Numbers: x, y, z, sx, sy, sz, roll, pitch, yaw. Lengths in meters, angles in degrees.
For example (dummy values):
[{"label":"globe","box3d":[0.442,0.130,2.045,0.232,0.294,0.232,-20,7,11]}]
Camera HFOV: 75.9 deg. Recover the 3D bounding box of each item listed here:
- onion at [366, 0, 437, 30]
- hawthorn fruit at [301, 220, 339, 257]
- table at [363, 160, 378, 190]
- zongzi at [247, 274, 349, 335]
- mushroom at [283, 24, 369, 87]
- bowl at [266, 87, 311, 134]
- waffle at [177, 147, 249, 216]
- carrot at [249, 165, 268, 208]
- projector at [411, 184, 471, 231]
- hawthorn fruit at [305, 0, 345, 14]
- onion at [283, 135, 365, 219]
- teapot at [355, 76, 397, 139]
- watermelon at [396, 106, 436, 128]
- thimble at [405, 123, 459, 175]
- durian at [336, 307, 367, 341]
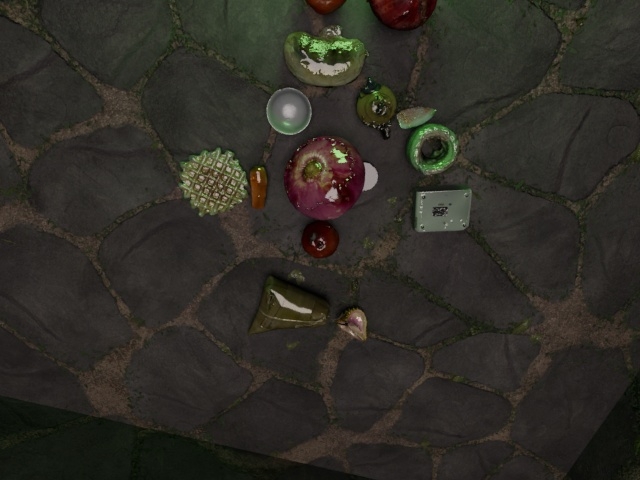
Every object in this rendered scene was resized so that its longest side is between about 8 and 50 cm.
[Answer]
[{"label":"onion","box3d":[0.313,-0.930,1.531,0.276,0.276,0.276,0,110,-1]},{"label":"hawthorn fruit","box3d":[0.000,0.000,1.896,0.185,0.202,0.185,0,102,1]},{"label":"table","box3d":[0.194,-0.293,1.872,0.133,0.043,0.133,0,110,-1]},{"label":"zongzi","box3d":[-0.118,0.402,2.068,0.447,0.181,0.418,23,121,-8]},{"label":"mushroom","box3d":[0.018,-0.743,1.658,0.344,0.130,0.248,14,114,-7]},{"label":"bowl","box3d":[-0.133,-0.550,1.750,0.189,0.086,0.189,0,109,-1]},{"label":"waffle","box3d":[-0.486,-0.265,1.865,0.309,0.056,0.292,-20,109,5]},{"label":"carrot","box3d":[-0.278,-0.241,1.865,0.087,0.087,0.193,-1,112,-1]},{"label":"projector","box3d":[0.557,-0.146,1.899,0.250,0.108,0.198,-2,111,0]},{"label":"hawthorn fruit","box3d":[0.033,-0.957,1.541,0.200,0.179,0.179,2,115,35]},{"label":"onion","box3d":[0.027,-0.270,1.757,0.358,0.345,0.358,6,105,22]},{"label":"teapot","box3d":[0.241,-0.544,1.707,0.173,0.182,0.269,-20,111,5]},{"label":"watermelon","box3d":[0.411,-0.531,1.779,0.180,0.081,0.094,-11,95,-13]},{"label":"thimble","box3d":[0.480,-0.394,1.783,0.219,0.150,0.219,0,110,-1]},{"label":"durian","box3d":[0.163,0.431,2.097,0.182,0.132,0.165,17,121,-19]}]
